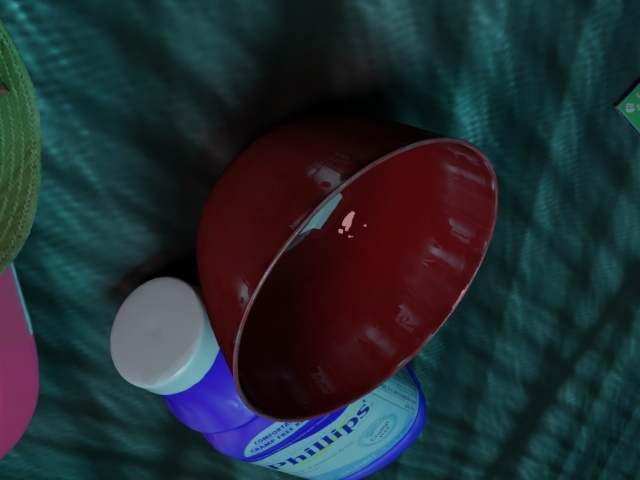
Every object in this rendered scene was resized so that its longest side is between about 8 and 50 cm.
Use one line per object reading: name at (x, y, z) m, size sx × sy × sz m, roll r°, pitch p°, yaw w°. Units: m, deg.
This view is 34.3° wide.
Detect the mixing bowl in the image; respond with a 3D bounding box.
mixing bowl at (0.000, 0.000, 0.572) m, size 0.181 × 0.098 × 0.181 m, roll -29°, pitch 141°, yaw -26°

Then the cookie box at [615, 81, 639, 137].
cookie box at (0.272, -0.110, 0.714) m, size 0.092 × 0.040 × 0.107 m, roll 7°, pitch 132°, yaw -45°

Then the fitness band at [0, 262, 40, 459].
fitness band at (-0.251, 0.057, 0.513) m, size 0.209 × 0.054 × 0.291 m, roll -15°, pitch 144°, yaw -18°

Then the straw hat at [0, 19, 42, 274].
straw hat at (-0.178, -0.037, 0.395) m, size 0.061 × 0.144 × 0.144 m, roll -13°, pitch 161°, yaw 36°

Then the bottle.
bottle at (-0.028, 0.096, 0.704) m, size 0.118 × 0.092 × 0.283 m, roll -36°, pitch 148°, yaw 12°
